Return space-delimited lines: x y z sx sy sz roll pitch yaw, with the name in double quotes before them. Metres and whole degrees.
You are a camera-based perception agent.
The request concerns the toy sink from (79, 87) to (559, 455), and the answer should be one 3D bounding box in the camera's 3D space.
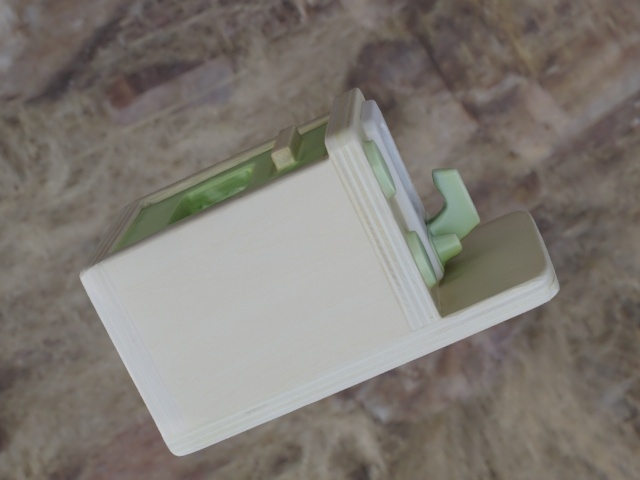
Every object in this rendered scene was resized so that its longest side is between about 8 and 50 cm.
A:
"toy sink" 0.000 0.000 0.857 0.234 0.131 0.153 -23 -167 9
